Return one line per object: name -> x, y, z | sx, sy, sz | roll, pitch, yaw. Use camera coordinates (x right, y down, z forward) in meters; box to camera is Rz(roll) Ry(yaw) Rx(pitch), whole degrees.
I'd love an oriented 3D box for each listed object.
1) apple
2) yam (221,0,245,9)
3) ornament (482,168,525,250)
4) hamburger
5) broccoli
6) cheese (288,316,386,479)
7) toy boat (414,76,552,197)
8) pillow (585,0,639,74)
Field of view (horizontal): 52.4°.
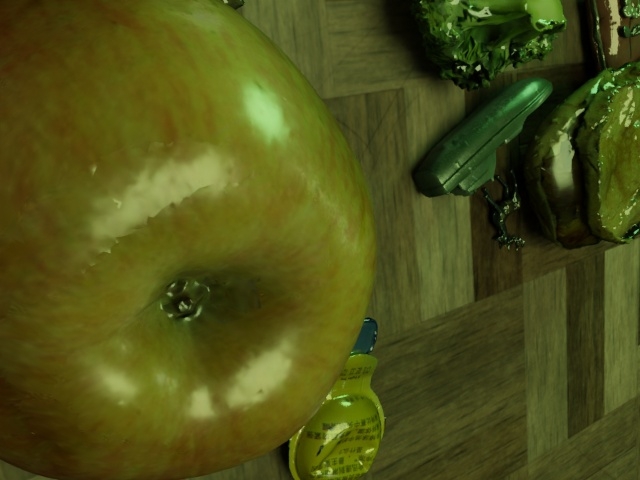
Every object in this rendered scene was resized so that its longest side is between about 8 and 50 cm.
apple -> -0.145, -0.006, 0.512 | 0.391, 0.346, 0.392 | -10, 109, -31
yam -> -0.170, -0.363, 0.608 | 0.045, 0.045, 0.327 | -27, 117, 7
ornament -> 0.285, -0.039, 0.989 | 0.073, 0.028, 0.125 | -40, 116, -21
hamburger -> 0.432, -0.125, 1.010 | 0.285, 0.134, 0.266 | -38, 116, -29
broccoli -> 0.210, -0.285, 0.804 | 0.226, 0.176, 0.198 | 33, 94, -12
cheese -> 0.029, 0.220, 0.837 | 0.156, 0.064, 0.250 | 3, 101, -37
toy boat -> 0.239, -0.144, 0.905 | 0.260, 0.078, 0.085 | -42, 102, -19
pillow -> 0.498, -0.361, 1.042 | 0.179, 0.075, 0.171 | -28, 114, -28
